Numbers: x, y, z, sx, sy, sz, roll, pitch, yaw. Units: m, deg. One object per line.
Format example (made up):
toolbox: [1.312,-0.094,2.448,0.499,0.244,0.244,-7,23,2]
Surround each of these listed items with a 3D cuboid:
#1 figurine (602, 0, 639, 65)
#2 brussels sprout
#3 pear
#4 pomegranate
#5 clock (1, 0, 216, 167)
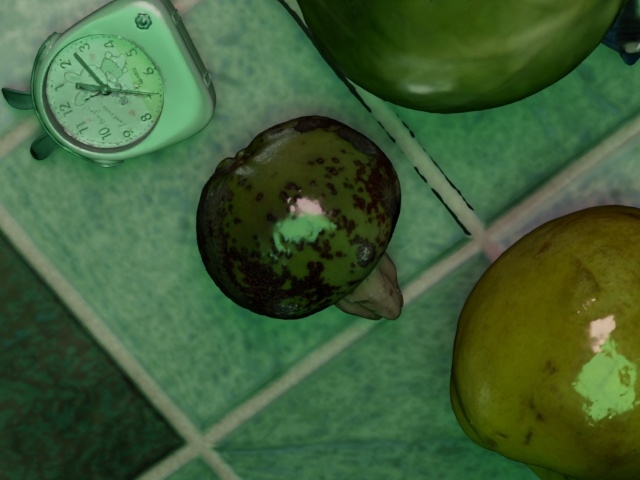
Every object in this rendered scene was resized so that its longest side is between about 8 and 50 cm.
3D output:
figurine: [0.221,-0.138,1.174,0.087,0.149,0.086,0,111,-36]
brussels sprout: [0.090,-0.193,1.117,0.244,0.244,0.244,1,108,2]
pear: [0.182,0.074,1.221,0.200,0.200,0.200,1,108,2]
pomegranate: [-0.008,-0.008,1.244,0.138,0.163,0.125,-46,62,0]
clock: [-0.143,-0.100,1.244,0.135,0.041,0.101,-22,107,10]
